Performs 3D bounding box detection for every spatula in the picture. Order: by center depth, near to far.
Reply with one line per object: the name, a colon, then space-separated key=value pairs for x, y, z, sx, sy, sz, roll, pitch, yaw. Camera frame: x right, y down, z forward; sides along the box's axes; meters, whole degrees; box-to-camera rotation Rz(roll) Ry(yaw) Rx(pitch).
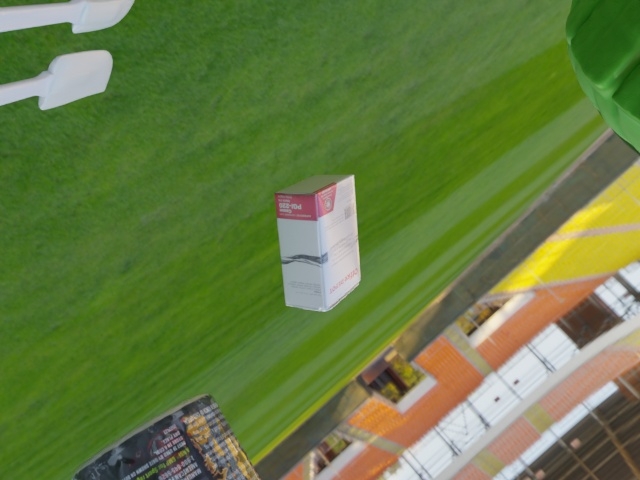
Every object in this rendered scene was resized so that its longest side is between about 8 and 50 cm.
spatula: x=-0.185 y=-0.149 z=0.394 sx=0.168 sy=0.019 sz=0.242 roll=-55 pitch=179 yaw=28

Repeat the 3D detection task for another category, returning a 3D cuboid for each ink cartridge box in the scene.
ink cartridge box: x=0.000 y=0.000 z=1.133 sx=0.159 sy=0.092 sz=0.217 roll=-32 pitch=121 yaw=-57

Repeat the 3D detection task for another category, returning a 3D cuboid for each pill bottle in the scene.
pill bottle: x=-0.086 y=0.260 z=0.495 sx=0.131 sy=0.245 sz=0.130 roll=-31 pitch=169 yaw=-7

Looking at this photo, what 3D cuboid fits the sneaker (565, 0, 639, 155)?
sneaker: x=0.277 y=-0.025 z=0.297 sx=0.185 sy=0.482 sz=0.202 roll=-31 pitch=137 yaw=22
